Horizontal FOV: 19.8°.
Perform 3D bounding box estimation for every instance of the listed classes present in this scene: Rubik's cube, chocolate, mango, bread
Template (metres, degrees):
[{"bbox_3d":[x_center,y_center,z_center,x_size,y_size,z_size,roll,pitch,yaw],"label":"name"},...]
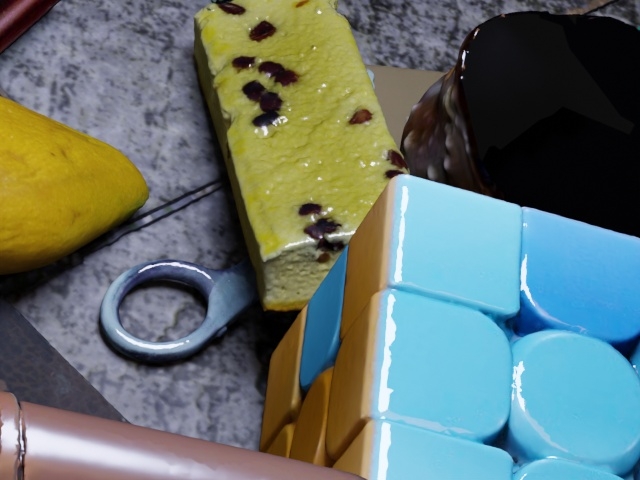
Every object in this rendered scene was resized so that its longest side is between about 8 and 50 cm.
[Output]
[{"bbox_3d":[0.124,0.170,1.284,0.290,0.291,0.292,15,56,-12],"label":"Rubik's cube"},{"bbox_3d":[0.200,-0.026,1.520,0.225,0.210,0.340,-40,97,-25],"label":"chocolate"},{"bbox_3d":[-0.255,-0.048,1.404,0.176,0.119,0.317,38,24,30],"label":"mango"},{"bbox_3d":[-0.015,-0.089,1.518,0.138,0.077,0.361,-11,41,-7],"label":"bread"}]

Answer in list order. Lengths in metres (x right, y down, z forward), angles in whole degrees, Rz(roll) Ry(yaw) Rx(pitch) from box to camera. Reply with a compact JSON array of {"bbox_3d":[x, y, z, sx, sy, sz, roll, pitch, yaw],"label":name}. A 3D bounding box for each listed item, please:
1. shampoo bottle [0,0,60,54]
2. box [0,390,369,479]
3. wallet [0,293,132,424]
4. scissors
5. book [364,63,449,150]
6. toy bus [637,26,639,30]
[{"bbox_3d":[-0.341,-0.164,1.510,0.129,0.084,0.323,32,48,10],"label":"shampoo bottle"},{"bbox_3d":[-0.127,0.244,1.083,0.229,0.339,0.239,12,73,-18],"label":"box"},{"bbox_3d":[-0.255,0.124,1.344,0.321,0.044,0.170,42,49,17],"label":"wallet"},{"bbox_3d":[0.000,0.000,1.538,0.256,0.029,0.383,29,54,1],"label":"scissors"},{"bbox_3d":[0.173,-0.065,1.689,0.310,0.021,0.217,4,53,-20],"label":"book"},{"bbox_3d":[0.412,-0.084,1.671,0.343,0.199,0.183,32,46,-1],"label":"toy bus"}]
